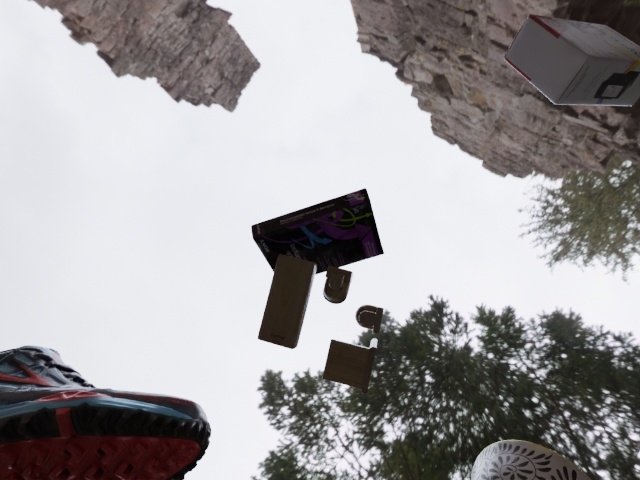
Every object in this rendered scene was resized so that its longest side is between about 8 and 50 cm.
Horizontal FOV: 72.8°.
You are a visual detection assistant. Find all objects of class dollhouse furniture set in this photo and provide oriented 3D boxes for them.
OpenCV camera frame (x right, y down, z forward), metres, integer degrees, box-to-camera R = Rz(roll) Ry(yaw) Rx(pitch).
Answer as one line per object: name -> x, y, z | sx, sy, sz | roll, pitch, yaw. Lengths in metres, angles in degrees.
dollhouse furniture set -> 0.010, 0.110, 0.609 | 0.151, 0.123, 0.144 | 13, -96, 10

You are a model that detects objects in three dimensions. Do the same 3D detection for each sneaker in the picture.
sneaker -> -0.214, 0.123, 0.333 | 0.261, 0.125, 0.104 | 4, -63, -7

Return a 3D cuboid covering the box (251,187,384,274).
box -> 0.000, 0.000, 0.603 | 0.162, 0.116, 0.029 | -17, -132, 6

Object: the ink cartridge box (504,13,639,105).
ink cartridge box -> 0.388, -0.265, 0.642 | 0.175, 0.072, 0.127 | -8, -129, -24

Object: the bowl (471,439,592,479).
bowl -> 0.227, 0.321, 0.477 | 0.170, 0.080, 0.170 | 9, -78, 45
